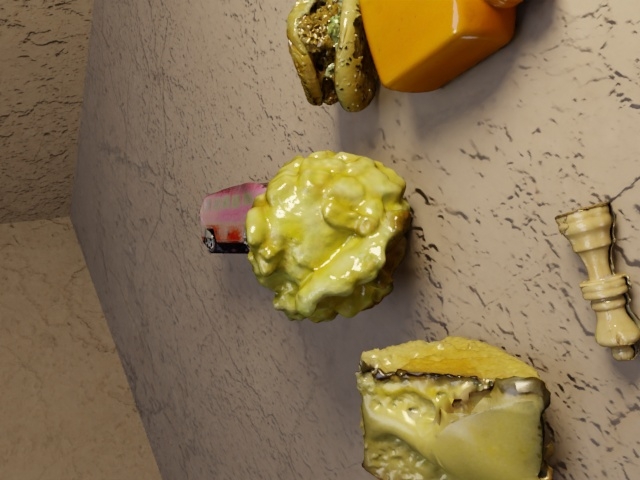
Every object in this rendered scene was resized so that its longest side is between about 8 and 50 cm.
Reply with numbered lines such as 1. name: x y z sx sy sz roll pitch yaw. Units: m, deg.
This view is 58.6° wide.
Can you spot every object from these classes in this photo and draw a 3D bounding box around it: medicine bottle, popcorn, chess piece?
1. medicine bottle: 0.161 -0.294 0.699 0.222 0.112 0.149 -24 78 54
2. popcorn: 0.009 0.002 0.855 0.237 0.293 0.293 23 126 2
3. chess piece: 0.311 0.047 0.626 0.060 0.060 0.172 -21 83 54

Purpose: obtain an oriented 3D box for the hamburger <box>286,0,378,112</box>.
1. hamburger: 0.028 -0.286 0.842 0.113 0.177 0.185 10 101 22

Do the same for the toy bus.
1. toy bus: -0.134 -0.040 1.160 0.302 0.127 0.147 -3 92 55

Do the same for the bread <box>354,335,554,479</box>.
1. bread: 0.181 0.243 0.768 0.262 0.162 0.204 4 101 31
